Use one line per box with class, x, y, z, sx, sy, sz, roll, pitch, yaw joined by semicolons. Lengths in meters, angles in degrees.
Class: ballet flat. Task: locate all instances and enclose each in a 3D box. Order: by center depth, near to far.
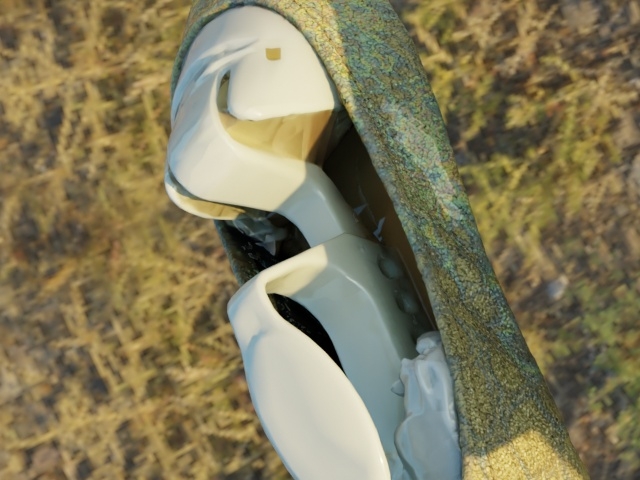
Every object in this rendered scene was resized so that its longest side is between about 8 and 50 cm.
ballet flat;0.000;0.000;0.578;0.123;0.123;0.348;-47;57;43
